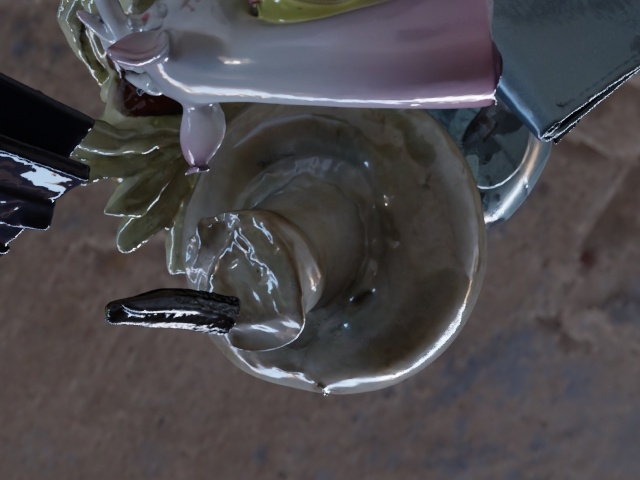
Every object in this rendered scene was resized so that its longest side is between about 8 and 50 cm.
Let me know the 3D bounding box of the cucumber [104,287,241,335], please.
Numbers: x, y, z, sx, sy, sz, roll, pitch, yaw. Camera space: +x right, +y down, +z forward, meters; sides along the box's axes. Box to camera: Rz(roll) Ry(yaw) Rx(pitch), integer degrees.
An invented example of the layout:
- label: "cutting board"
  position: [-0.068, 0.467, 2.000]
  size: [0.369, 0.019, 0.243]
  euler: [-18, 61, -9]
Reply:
- label: "cucumber"
  position: [-0.114, 0.053, 1.558]
  size: [0.135, 0.033, 0.034]
  euler: [13, -125, -46]

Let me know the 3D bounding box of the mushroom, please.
- label: "mushroom"
  position: [0.000, 0.000, 1.789]
  size: [0.297, 0.297, 0.290]
  euler: [36, -166, 13]

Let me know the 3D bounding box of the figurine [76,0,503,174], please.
- label: "figurine"
  position: [-0.044, -0.182, 1.402]
  size: [0.316, 0.206, 0.284]
  euler: [-4, -123, -2]

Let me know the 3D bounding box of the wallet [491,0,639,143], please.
- label: "wallet"
  position: [0.212, -0.242, 1.711]
  size: [0.290, 0.054, 0.251]
  euler: [-34, -110, -22]

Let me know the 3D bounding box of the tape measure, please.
- label: "tape measure"
  position: [0.110, -0.128, 2.010]
  size: [0.256, 0.147, 0.275]
  euler: [35, 170, 17]

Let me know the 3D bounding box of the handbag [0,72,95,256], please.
- label: "handbag"
  position: [-0.362, -0.053, 1.744]
  size: [0.269, 0.326, 0.118]
  euler: [23, -126, -34]

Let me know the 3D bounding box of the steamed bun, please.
- label: "steamed bun"
  position: [-0.139, -0.116, 2.107]
  size: [0.428, 0.247, 0.189]
  euler: [42, -150, -38]
